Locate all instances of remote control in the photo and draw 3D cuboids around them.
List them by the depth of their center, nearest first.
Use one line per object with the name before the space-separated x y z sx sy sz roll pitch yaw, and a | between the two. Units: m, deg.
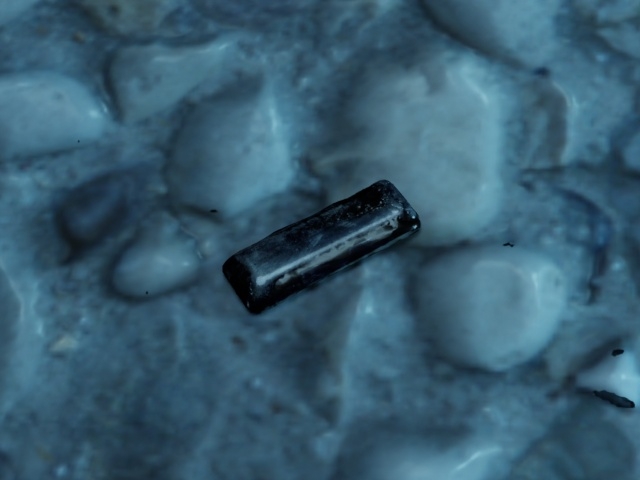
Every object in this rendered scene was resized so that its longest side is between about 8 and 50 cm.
remote control | 0.000 0.000 0.942 0.096 0.014 0.039 -26 51 -13
